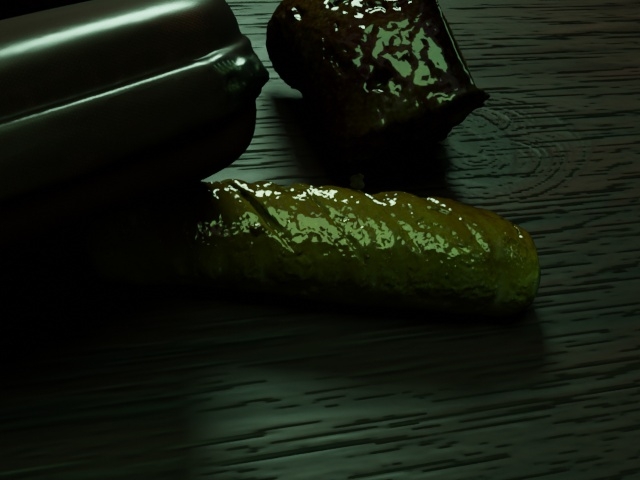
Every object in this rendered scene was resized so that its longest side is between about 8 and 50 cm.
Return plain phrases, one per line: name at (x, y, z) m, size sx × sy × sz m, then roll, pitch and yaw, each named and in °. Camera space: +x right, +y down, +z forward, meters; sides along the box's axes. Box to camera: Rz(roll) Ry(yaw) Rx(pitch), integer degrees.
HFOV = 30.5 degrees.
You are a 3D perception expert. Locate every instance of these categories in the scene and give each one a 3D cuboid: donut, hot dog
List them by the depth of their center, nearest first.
hot dog at (0.000, 0.004, 0.727) m, size 0.285 × 0.061 × 0.088 m, roll 1°, pitch 51°, yaw -11°
donut at (0.033, -0.143, 0.862) m, size 0.126 × 0.144 × 0.187 m, roll -21°, pitch 72°, yaw -8°

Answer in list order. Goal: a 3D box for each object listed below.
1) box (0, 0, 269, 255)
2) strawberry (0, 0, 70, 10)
box at (-0.224, -0.045, 0.625) m, size 0.404 × 0.108 × 0.263 m, roll -24°, pitch 20°, yaw -38°
strawberry at (-0.219, -0.301, 0.918) m, size 0.238 × 0.250 × 0.288 m, roll 32°, pitch 68°, yaw 15°
